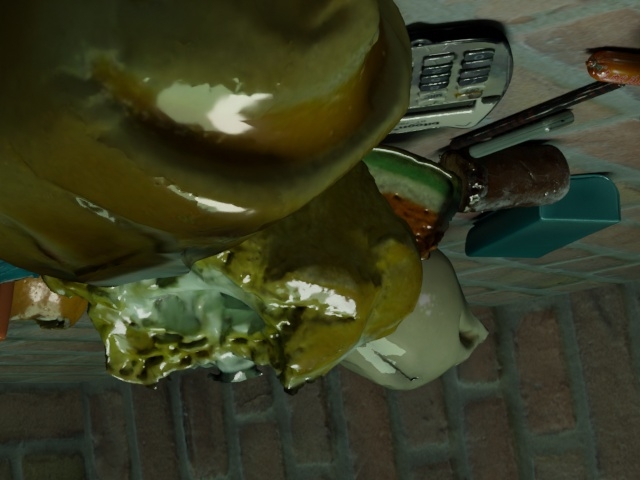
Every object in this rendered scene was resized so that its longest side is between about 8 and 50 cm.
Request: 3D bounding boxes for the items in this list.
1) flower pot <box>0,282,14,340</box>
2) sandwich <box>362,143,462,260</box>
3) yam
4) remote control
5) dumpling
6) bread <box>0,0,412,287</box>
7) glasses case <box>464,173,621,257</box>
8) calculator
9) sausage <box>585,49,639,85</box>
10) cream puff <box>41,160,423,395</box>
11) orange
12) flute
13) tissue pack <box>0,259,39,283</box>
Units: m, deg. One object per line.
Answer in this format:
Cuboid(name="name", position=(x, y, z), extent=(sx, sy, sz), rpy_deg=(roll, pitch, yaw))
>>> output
Cuboid(name="flower pot", position=(-0.387, 0.023, 1.749), extent=(0.190, 0.173, 0.190), rpy_deg=(-8, 174, -1))
Cuboid(name="sandwich", position=(0.008, -0.012, 1.830), extent=(0.292, 0.212, 0.109), rpy_deg=(-20, -172, -7))
Cuboid(name="yam", position=(0.205, -0.070, 1.974), extent=(0.141, 0.079, 0.079), rpy_deg=(-6, 172, -31))
Cuboid(name="remote control", position=(0.215, -0.113, 1.870), extent=(0.053, 0.018, 0.124), rpy_deg=(-20, -179, -39))
Cuboid(name="dumpling", position=(0.038, 0.097, 2.489), extent=(0.315, 0.233, 0.395), rpy_deg=(-11, 157, 39))
Cuboid(name="bread", position=(-0.100, -0.085, 1.176), extent=(0.341, 0.210, 0.300), rpy_deg=(-15, 171, 39))
Cuboid(name="glasses case", position=(0.298, -0.030, 2.392), extent=(0.117, 0.070, 0.301), rpy_deg=(1, 171, -15))
Cuboid(name="calculator", position=(0.080, -0.137, 1.539), extent=(0.177, 0.040, 0.268), rpy_deg=(-8, 171, -3))
Cuboid(name="sausage", position=(0.281, -0.159, 1.612), extent=(0.107, 0.031, 0.031), rpy_deg=(-1, 169, -42))
Cuboid(name="cream puff", position=(-0.072, -0.022, 1.579), extent=(0.323, 0.270, 0.274), rpy_deg=(-2, -160, 29))
Cuboid(name="orange", position=(-0.339, 0.044, 2.072), extent=(0.156, 0.134, 0.156), rpy_deg=(-14, 161, -5))
Cuboid(name="flute", position=(0.219, -0.130, 1.809), extent=(0.014, 0.014, 0.269), rpy_deg=(-2, 170, -35))
Cuboid(name="tissue pack", position=(-0.399, -0.020, 1.564), extent=(0.270, 0.134, 0.192), rpy_deg=(-7, 171, -4))
